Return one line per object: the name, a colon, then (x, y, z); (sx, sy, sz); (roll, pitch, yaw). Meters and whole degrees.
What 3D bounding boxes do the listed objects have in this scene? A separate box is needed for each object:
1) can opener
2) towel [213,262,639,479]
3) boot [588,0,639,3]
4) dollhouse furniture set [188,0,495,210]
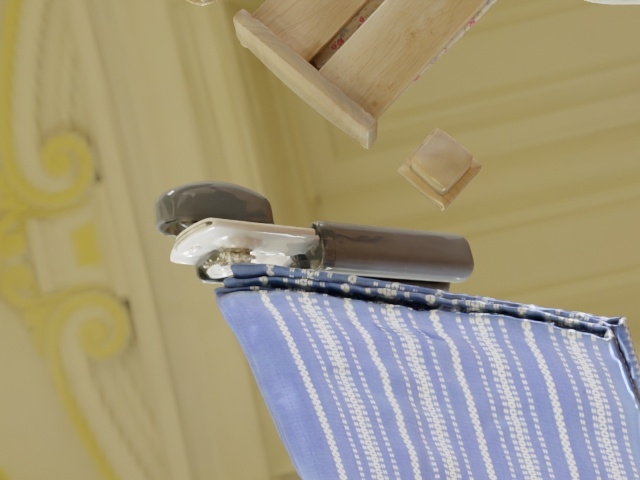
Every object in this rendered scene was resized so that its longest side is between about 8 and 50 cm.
can opener: (0.000, 0.000, 1.486); (0.280, 0.074, 0.093); (9, -121, -30)
towel: (0.091, 0.131, 1.334); (0.040, 0.336, 0.243); (-54, -43, -37)
boot: (0.119, -0.159, 0.764); (0.244, 0.088, 0.176); (7, -152, -49)
dollhouse furniture set: (0.061, -0.232, 1.435); (0.355, 0.303, 0.174); (42, 170, 9)
